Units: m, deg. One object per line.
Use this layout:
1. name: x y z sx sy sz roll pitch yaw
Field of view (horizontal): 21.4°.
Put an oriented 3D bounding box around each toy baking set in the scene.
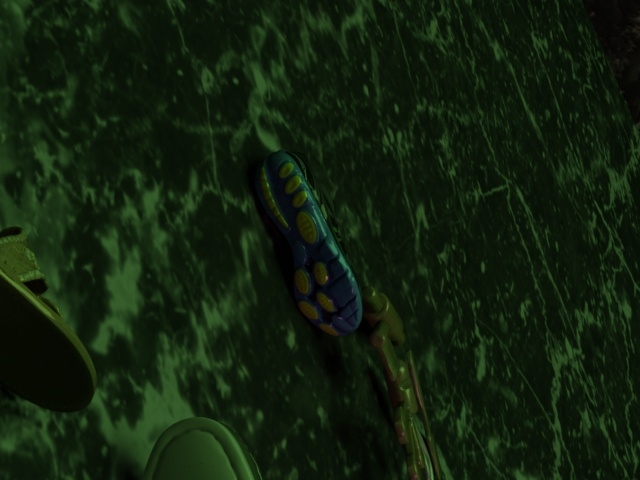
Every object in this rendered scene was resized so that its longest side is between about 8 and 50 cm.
1. toy baking set: 0.078 0.157 1.689 0.256 0.030 0.197 51 28 -70

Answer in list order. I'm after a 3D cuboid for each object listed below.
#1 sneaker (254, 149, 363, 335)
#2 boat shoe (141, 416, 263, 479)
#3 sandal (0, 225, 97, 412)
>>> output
1. sneaker: 0.000 0.000 1.601 0.078 0.067 0.188 -35 105 -61
2. boat shoe: -0.062 0.278 1.250 0.091 0.109 0.305 -5 86 -66
3. sandal: -0.217 0.014 1.103 0.240 0.088 0.079 47 41 -36
